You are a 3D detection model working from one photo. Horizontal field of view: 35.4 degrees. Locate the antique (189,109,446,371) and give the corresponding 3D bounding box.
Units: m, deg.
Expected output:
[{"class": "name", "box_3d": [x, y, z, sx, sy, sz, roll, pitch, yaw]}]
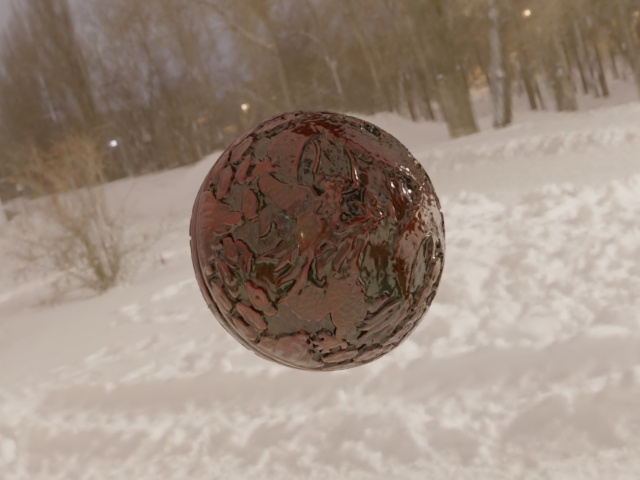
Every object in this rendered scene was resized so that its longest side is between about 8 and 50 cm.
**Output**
[{"class": "antique", "box_3d": [0.000, 0.000, 0.380, 0.104, 0.104, 0.104, -17, 8, 2]}]
